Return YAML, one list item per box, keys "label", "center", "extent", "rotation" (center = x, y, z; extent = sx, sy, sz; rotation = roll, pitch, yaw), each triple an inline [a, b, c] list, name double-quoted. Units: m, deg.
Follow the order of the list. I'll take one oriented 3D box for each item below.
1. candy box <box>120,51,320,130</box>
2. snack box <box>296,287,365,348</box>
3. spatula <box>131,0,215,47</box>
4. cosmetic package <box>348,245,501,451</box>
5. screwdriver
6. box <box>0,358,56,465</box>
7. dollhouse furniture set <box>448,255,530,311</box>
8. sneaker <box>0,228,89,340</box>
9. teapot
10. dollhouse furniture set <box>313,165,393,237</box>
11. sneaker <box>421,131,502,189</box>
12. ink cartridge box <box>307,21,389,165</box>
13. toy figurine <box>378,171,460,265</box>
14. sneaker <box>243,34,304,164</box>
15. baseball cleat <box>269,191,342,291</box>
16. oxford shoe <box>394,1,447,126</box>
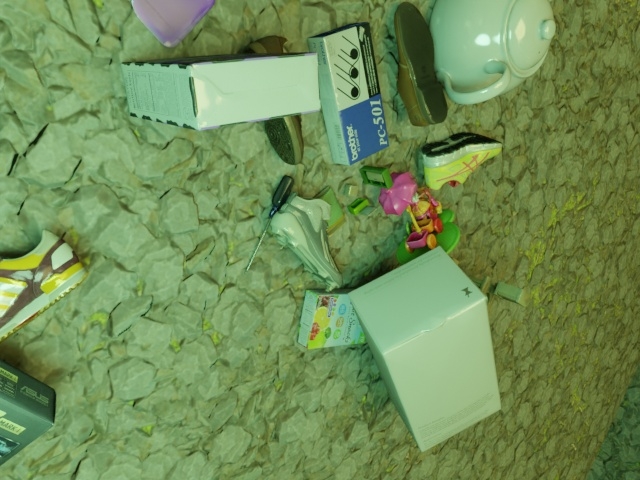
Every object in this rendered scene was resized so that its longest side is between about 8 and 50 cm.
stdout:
- label: "candy box"
  center: [-0.124, -0.187, 0.676]
  extent: [0.164, 0.196, 0.070]
  rotation: [-18, 115, -35]
- label: "snack box"
  center: [0.029, 0.139, 1.011]
  extent: [0.141, 0.037, 0.100]
  rotation: [4, 102, -42]
- label: "spatula"
  center: [-0.129, -0.384, 0.722]
  extent: [0.084, 0.030, 0.297]
  rotation: [44, 74, -37]
- label: "cosmetic package"
  center: [0.205, 0.213, 1.031]
  extent: [0.196, 0.155, 0.366]
  rotation: [-26, 131, -5]
- label: "screwdriver"
  center: [-0.085, -0.025, 0.884]
  extent: [0.024, 0.025, 0.170]
  rotation: [23, 96, -42]
- label: "box"
  center: [-0.433, 0.177, 0.578]
  extent: [0.183, 0.059, 0.233]
  rotation: [-37, 129, 5]
- label: "dollhouse furniture set"
  center: [0.293, 0.106, 1.127]
  extent: [0.161, 0.181, 0.101]
  rotation: [28, 85, -42]
- label: "sneaker"
  center: [-0.368, 0.065, 0.644]
  extent: [0.185, 0.069, 0.084]
  rotation: [-38, 98, -16]
- label: "teapot"
  center: [0.330, -0.372, 1.009]
  extent: [0.252, 0.187, 0.256]
  rotation: [-6, 108, -38]
- label: "dollhouse furniture set"
  center: [0.054, -0.068, 0.954]
  extent: [0.151, 0.058, 0.076]
  rotation: [-41, 125, -24]
- label: "sneaker"
  center: [0.279, -0.157, 1.113]
  extent: [0.208, 0.081, 0.094]
  rotation: [-18, 121, -28]
- label: "ink cartridge box"
  center: [0.050, -0.237, 0.908]
  extent: [0.097, 0.046, 0.207]
  rotation: [-30, 121, -29]
- label: "toy figurine"
  center: [0.176, -0.065, 1.038]
  extent: [0.159, 0.130, 0.173]
  rotation: [58, 44, -25]
- label: "sneaker"
  center: [-0.048, -0.206, 0.821]
  extent: [0.071, 0.066, 0.189]
  rotation: [-35, 124, -28]
- label: "baseball cleat"
  center: [0.000, 0.000, 0.913]
  extent: [0.109, 0.072, 0.206]
  rotation: [-57, 141, -15]
- label: "oxford shoe"
  center: [0.155, -0.301, 0.968]
  extent: [0.076, 0.076, 0.212]
  rotation: [-17, 98, -34]
